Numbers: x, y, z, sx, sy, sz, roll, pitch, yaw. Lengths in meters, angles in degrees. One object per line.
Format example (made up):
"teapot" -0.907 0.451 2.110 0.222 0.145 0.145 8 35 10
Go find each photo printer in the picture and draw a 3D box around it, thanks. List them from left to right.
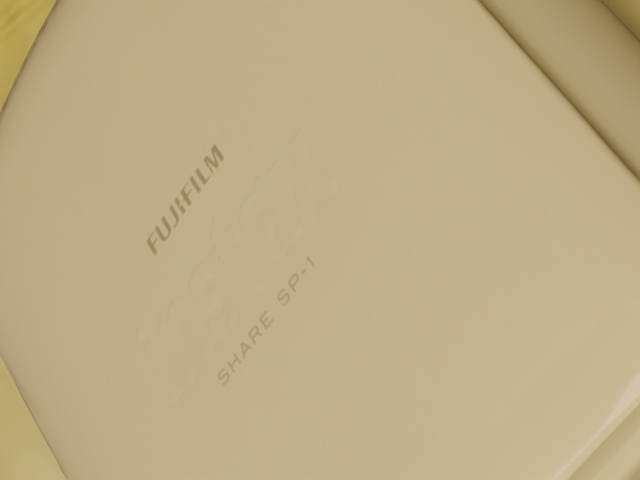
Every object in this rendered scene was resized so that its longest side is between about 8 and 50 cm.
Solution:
"photo printer" 0.000 0.000 0.586 0.256 0.107 0.307 -53 53 26
